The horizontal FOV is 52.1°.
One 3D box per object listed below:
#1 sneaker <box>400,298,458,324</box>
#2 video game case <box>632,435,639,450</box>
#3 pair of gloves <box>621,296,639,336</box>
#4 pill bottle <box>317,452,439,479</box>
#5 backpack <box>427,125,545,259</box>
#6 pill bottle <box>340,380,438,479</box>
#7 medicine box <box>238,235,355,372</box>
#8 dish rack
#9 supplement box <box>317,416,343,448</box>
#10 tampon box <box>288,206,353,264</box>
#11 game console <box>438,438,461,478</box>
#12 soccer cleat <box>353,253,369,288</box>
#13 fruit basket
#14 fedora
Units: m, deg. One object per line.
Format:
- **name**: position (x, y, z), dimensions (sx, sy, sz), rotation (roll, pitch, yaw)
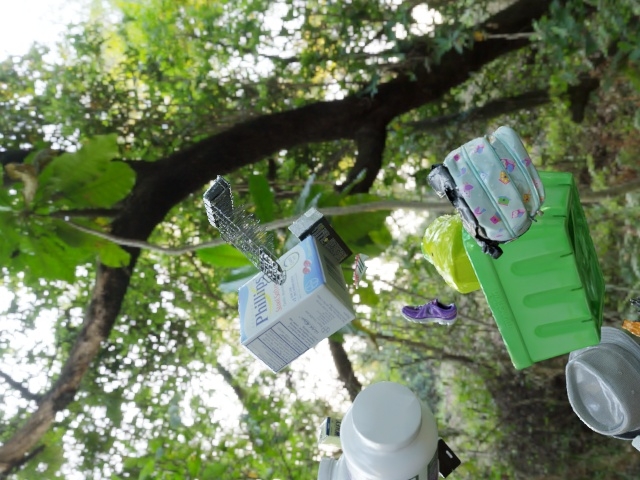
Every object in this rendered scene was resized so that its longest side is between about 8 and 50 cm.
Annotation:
- **sneaker**: position (0.326, 0.205, 1.961), dimensions (0.068, 0.170, 0.071), rotation (-66, -25, -64)
- **video game case**: position (0.581, 0.386, 0.982), dimensions (0.190, 0.022, 0.173), rotation (35, -174, -28)
- **pair of gloves**: position (0.680, 0.162, 1.373), dimensions (0.010, 0.074, 0.083), rotation (-7, -65, -52)
- **pill bottle**: position (0.130, 0.544, 1.464), dimensions (0.146, 0.264, 0.146), rotation (1, -90, -78)
- **backpack**: position (0.209, -0.068, 0.811), dimensions (0.152, 0.115, 0.182), rotation (56, -168, 13)
- **pill bottle**: position (0.136, 0.408, 1.263), dimensions (0.323, 0.181, 0.181), rotation (80, -160, -46)
- **medicine box**: position (-0.075, 0.173, 1.826), dimensions (0.149, 0.289, 0.263), rotation (47, -166, -28)
- **dish rack**: position (-0.170, -0.010, 1.561), dimensions (0.074, 0.271, 0.208), rotation (-44, -10, -15)
- **supplement box**: position (0.045, 0.552, 1.874), dimensions (0.083, 0.083, 0.056), rotation (119, 161, -51)
- **tampon box**: position (0.000, 0.000, 1.986), dimensions (0.161, 0.101, 0.120), rotation (51, 176, -24)
- **game console**: position (0.339, 0.648, 1.957), dimensions (0.122, 0.107, 0.071), rotation (50, 175, -23)
- **soccer cleat**: position (0.097, 0.073, 1.551), dimensions (0.029, 0.036, 0.083), rotation (60, -145, -80)
- **fruit basket**: position (0.347, 0.043, 1.308), dimensions (0.283, 0.392, 0.392), rotation (-61, -31, -43)
- **fedora**: position (0.681, 0.356, 1.577), dimensions (0.124, 0.244, 0.275), rotation (-8, -114, -35)
